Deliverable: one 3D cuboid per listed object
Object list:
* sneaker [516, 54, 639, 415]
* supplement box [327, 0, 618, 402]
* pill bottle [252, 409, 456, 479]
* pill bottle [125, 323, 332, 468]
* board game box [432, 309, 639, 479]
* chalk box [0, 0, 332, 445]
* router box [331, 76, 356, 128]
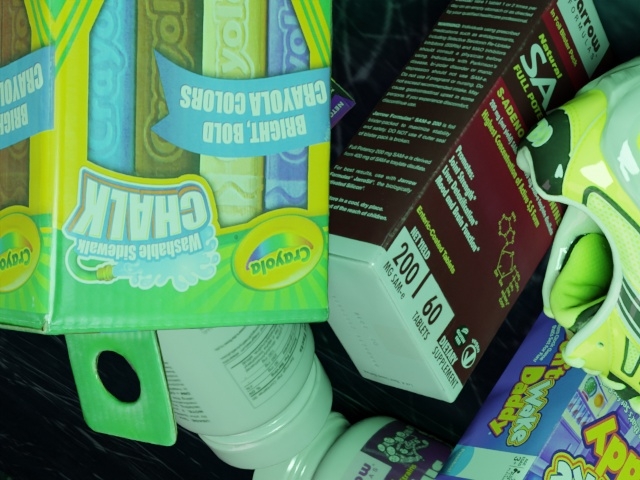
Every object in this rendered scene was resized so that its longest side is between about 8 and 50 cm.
[{"bbox_3d":[0.211,0.047,1.038,0.145,0.147,0.385,-107,0,-57],"label":"sneaker"},{"bbox_3d":[0.088,-0.040,1.006,0.073,0.239,0.130,13,147,39],"label":"supplement box"},{"bbox_3d":[0.088,0.272,1.663,0.301,0.169,0.169,23,153,25],"label":"pill bottle"},{"bbox_3d":[-0.102,0.078,1.568,0.160,0.160,0.283,15,148,38],"label":"pill bottle"},{"bbox_3d":[0.257,0.186,1.208,0.078,0.233,0.347,1,139,52],"label":"board game box"},{"bbox_3d":[-0.114,-0.038,0.905,0.179,0.289,0.180,1,180,-40],"label":"chalk box"},{"bbox_3d":[-0.050,-0.137,1.158,0.133,0.046,0.179,43,-176,-16],"label":"router box"}]
